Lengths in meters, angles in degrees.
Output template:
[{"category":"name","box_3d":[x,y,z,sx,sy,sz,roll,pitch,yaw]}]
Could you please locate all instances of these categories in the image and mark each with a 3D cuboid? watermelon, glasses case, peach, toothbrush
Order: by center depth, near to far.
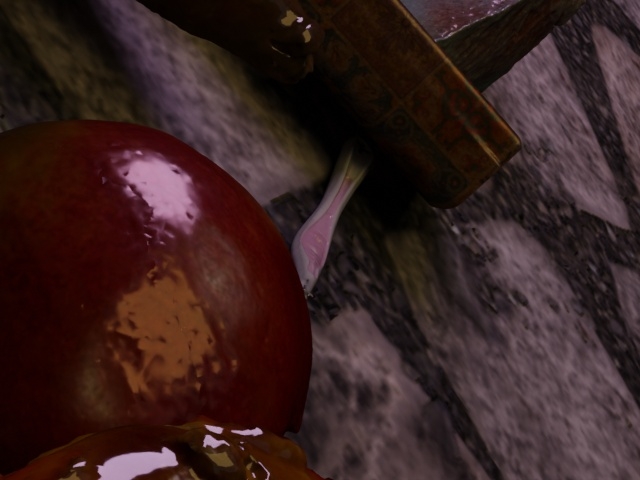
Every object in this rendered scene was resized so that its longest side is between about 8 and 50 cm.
[{"category":"peach","box_3d":[-0.071,0.027,0.582,0.151,0.151,0.118,58,-17,5]},{"category":"toothbrush","box_3d":[0.000,0.000,0.812,0.017,0.022,0.204,51,27,-14]},{"category":"glasses case","box_3d":[-0.003,-0.110,0.881,0.218,0.049,0.075,47,-3,-13]},{"category":"watermelon","box_3d":[0.081,-0.119,1.013,0.081,0.094,0.180,53,42,-12]}]

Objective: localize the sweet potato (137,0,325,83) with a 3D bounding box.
[{"category":"sweet potato","box_3d":[-0.102,-0.205,0.766,0.336,0.131,0.131,52,27,-10]}]

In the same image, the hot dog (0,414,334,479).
[{"category":"hot dog","box_3d":[-0.060,0.123,0.449,0.257,0.150,0.153,11,59,-53]}]
